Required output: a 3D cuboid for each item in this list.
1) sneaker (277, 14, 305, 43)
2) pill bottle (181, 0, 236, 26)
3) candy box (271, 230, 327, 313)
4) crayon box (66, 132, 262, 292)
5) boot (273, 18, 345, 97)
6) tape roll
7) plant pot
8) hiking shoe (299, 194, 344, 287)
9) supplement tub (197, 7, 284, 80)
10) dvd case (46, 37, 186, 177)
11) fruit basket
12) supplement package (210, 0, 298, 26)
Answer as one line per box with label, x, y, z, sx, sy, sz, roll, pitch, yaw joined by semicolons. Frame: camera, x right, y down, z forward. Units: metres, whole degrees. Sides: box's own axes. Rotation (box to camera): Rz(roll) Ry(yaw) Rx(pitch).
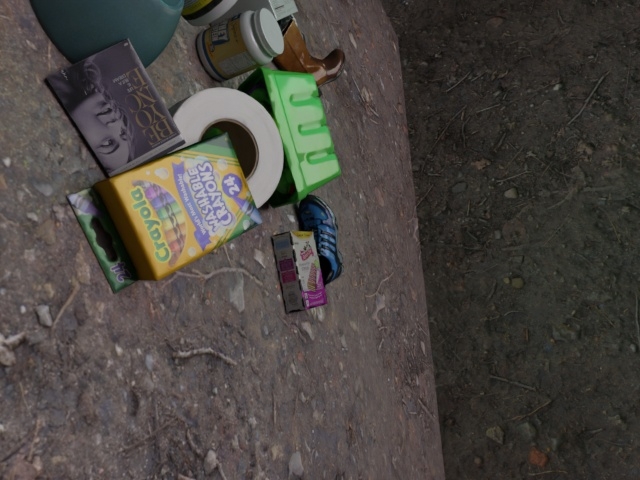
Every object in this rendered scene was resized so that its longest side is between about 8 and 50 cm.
sneaker;-0.110;-0.765;2.031;0.132;0.086;0.228;-87;162;-44
pill bottle;-0.329;-0.657;1.214;0.334;0.188;0.188;42;40;-43
candy box;-0.060;0.091;1.666;0.159;0.071;0.233;-2;79;-66
crayon box;-0.284;-0.059;1.074;0.323;0.083;0.203;-33;110;-38
boot;-0.048;-0.674;1.994;0.264;0.096;0.280;-49;134;-9
tape roll;-0.227;-0.191;1.246;0.286;0.100;0.286;-1;92;-36
plant pot;-0.388;-0.486;1.096;0.290;0.195;0.290;44;38;-50
hiking shoe;0.000;0.000;1.797;0.304;0.113;0.132;71;23;-12
supplement tub;-0.215;-0.530;1.501;0.144;0.200;0.144;44;39;-51
dvd case;-0.382;-0.245;1.060;0.018;0.164;0.221;27;-33;58
fruit basket;-0.160;-0.264;1.503;0.392;0.283;0.392;1;88;-24
supplement package;-0.227;-0.736;1.586;0.262;0.199;0.198;66;26;-22
